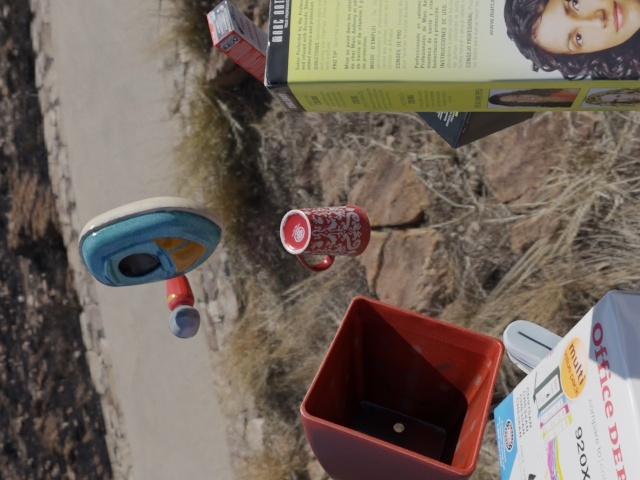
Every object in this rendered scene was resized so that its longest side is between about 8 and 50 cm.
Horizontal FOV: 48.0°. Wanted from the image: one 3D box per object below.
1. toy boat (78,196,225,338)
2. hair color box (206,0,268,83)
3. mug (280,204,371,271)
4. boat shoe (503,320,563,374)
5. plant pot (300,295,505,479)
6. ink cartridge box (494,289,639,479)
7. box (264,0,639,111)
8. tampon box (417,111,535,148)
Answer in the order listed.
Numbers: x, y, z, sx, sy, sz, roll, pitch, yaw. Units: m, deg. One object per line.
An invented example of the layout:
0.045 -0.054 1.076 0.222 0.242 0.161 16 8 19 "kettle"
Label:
-0.297 0.056 1.380 0.318 0.267 0.148 79 173 -51 "toy boat"
-0.134 -0.368 1.363 0.053 0.167 0.093 -32 53 22 "hair color box"
0.007 -0.001 1.500 0.113 0.169 0.150 11 98 44 "mug"
0.373 0.195 1.057 0.226 0.083 0.076 36 158 39 "boat shoe"
0.132 0.296 1.206 0.267 0.267 0.236 16 134 14 "plant pot"
0.250 0.167 0.523 0.233 0.168 0.171 103 170 -56 "ink cartridge box"
0.089 -0.116 0.387 0.232 0.058 0.087 1 85 11 "box"
0.145 -0.197 0.749 0.161 0.120 0.101 51 150 28 "tampon box"
